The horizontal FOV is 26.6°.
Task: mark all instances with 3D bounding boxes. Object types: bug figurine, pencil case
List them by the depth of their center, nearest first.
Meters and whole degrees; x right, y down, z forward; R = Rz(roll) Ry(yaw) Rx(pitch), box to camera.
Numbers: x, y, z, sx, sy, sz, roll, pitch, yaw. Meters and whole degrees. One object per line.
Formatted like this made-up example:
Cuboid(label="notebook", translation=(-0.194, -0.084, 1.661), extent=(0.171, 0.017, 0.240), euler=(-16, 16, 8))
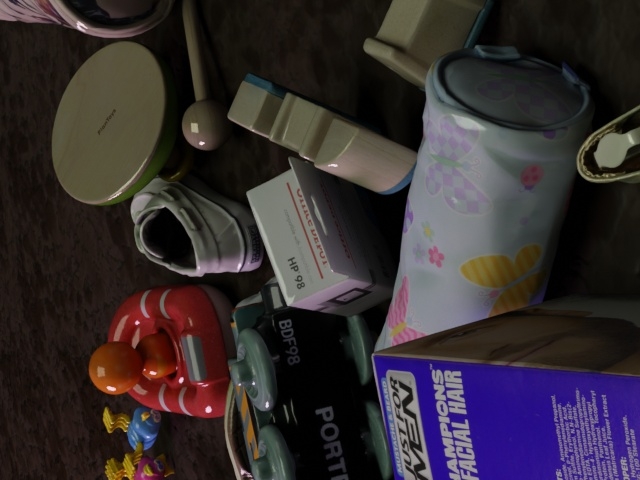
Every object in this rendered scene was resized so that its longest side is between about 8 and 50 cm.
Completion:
Cuboid(label="pencil case", translation=(0.110, -0.003, 0.977), extent=(0.124, 0.113, 0.273), euler=(-124, 34, -48))
Cuboid(label="pencil case", translation=(-0.301, -0.319, 1.504), extent=(0.410, 0.183, 0.160), euler=(21, 92, 58))
Cuboid(label="bug figurine", translation=(-0.192, 0.339, 1.704), extent=(0.279, 0.072, 0.216), euler=(62, 155, 16))

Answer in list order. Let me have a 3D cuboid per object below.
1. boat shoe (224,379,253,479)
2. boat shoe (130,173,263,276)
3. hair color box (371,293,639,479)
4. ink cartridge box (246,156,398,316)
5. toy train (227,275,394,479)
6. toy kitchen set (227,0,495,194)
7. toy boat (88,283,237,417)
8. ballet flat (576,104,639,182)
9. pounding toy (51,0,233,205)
Cuboid(label="boat shoe", translation=(-0.073, 0.219, 1.454), extent=(0.072, 0.068, 0.190), euler=(-144, 47, -66))
Cuboid(label="boat shoe", translation=(-0.160, -0.012, 1.482), extent=(0.267, 0.088, 0.096), euler=(27, 125, 54))
Cuboid(label="hair color box", translation=(0.198, 0.098, 0.787), extent=(0.339, 0.185, 0.110), euler=(-7, 96, 61))
Cuboid(label="ink cartridge box", translation=(0.000, 0.000, 1.115), extent=(0.060, 0.180, 0.104), euler=(-25, 75, 17))
Cuboid(label="toy train", translation=(-0.010, 0.196, 1.263), extent=(0.190, 0.142, 0.334), euler=(162, 95, -71))
Cuboid(label="toy kitchen set", translation=(0.047, -0.130, 1.073), extent=(0.207, 0.122, 0.166), euler=(33, 100, 58))
Cuboid(label="toy boat", translation=(-0.191, 0.132, 1.531), extent=(0.231, 0.151, 0.151), euler=(-6, 96, 61))
Cuboid(label="ballet flat", translation=(0.217, -0.068, 0.819), extent=(0.168, 0.052, 0.057), euler=(-37, 69, 59))
Cuboid(label="pounding toy", translation=(-0.176, -0.127, 1.476), extent=(0.237, 0.110, 0.183), euler=(-27, 61, 32))
